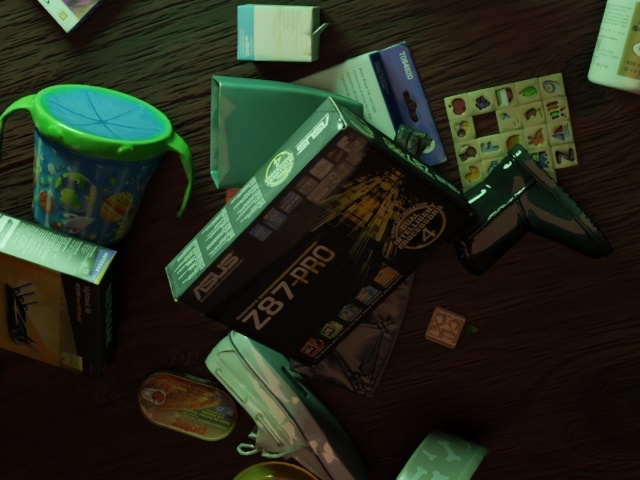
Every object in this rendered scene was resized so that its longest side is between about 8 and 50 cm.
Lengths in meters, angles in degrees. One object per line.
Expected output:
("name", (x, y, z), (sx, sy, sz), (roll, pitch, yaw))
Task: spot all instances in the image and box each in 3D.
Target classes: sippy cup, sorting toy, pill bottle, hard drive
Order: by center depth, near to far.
("pill bottle", (0.511, -0.348, 1.774), (0.131, 0.131, 0.229), (13, 104, 5))
("sippy cup", (-0.388, -0.117, 1.919), (0.305, 0.240, 0.224), (30, 118, 26))
("hard drive", (0.056, 0.133, 1.985), (0.172, 0.054, 0.255), (18, 104, 4))
("sorting toy", (0.232, 0.157, 1.987), (0.083, 0.012, 0.062), (21, 100, 7))

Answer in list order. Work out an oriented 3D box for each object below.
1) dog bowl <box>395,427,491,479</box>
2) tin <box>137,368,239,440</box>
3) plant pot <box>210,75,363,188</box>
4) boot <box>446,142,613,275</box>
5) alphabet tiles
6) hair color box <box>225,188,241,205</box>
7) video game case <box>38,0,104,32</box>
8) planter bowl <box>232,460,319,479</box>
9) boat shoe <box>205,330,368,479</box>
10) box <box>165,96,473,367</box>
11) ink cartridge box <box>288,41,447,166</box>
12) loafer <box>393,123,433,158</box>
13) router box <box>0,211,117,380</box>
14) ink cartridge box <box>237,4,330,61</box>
("dog bowl", (0.156, 0.472, 1.910), (0.102, 0.349, 0.349), (32, 105, 14))
("tin", (-0.241, 0.301, 2.075), (0.189, 0.040, 0.106), (17, 100, 4))
("plant pot", (-0.055, -0.175, 1.823), (0.234, 0.166, 0.166), (0, 102, -9))
("boot", (0.333, -0.010, 1.883), (0.207, 0.094, 0.246), (-44, 87, 11))
("alphabet tiles", (0.330, -0.146, 1.909), (0.198, 0.009, 0.237), (-11, 101, 10))
("hair color box", (-0.135, -0.096, 1.953), (0.043, 0.072, 0.141), (7, 102, 6))
("video game case", (-0.417, -0.507, 1.916), (0.232, 0.042, 0.210), (-40, 96, 14))
("planter bowl", (-0.085, 0.523, 2.074), (0.217, 0.090, 0.217), (2, 102, 8))
("boat shoe", (-0.077, 0.330, 2.008), (0.156, 0.136, 0.367), (-40, 92, 14))
("box", (0.000, 0.000, 1.800), (0.395, 0.097, 0.318), (-44, 129, 17))
("ink cartridge box", (0.075, -0.196, 1.914), (0.224, 0.045, 0.223), (-19, 99, 12))
("loafer", (0.135, -0.104, 1.872), (0.061, 0.062, 0.170), (16, 108, -1))
("router box", (-0.479, 0.099, 1.957), (0.242, 0.081, 0.309), (18, 141, 4))
("ink cartridge box", (-0.059, -0.344, 1.876), (0.143, 0.092, 0.090), (4, 103, 8))
